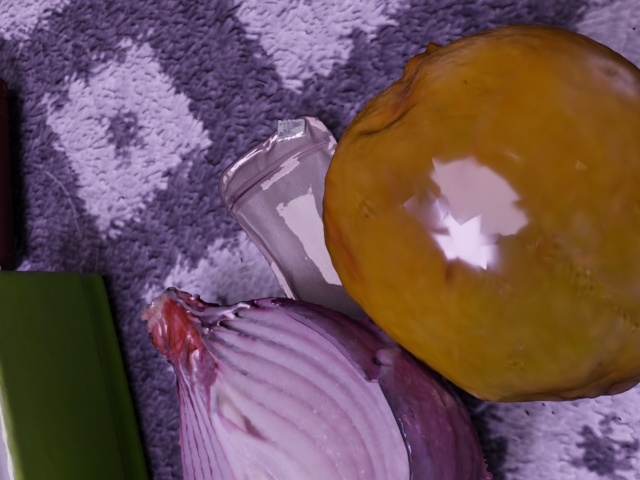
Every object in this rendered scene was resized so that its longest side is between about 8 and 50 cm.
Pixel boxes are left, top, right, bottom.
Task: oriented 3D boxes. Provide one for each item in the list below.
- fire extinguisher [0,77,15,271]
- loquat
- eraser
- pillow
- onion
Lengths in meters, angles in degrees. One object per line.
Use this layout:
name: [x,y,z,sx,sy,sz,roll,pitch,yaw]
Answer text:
fire extinguisher: [-0.368,-0.037,0.999,0.105,0.105,0.269,-8,83,22]
loquat: [0.146,-0.014,0.696,0.276,0.276,0.284,-30,78,18]
eraser: [-0.252,0.168,0.872,0.092,0.210,0.274,-19,82,19]
pillow: [0.000,0.000,0.868,0.131,0.038,0.232,-36,76,14]
onion: [-0.006,0.158,0.800,0.267,0.159,0.348,-53,54,24]
